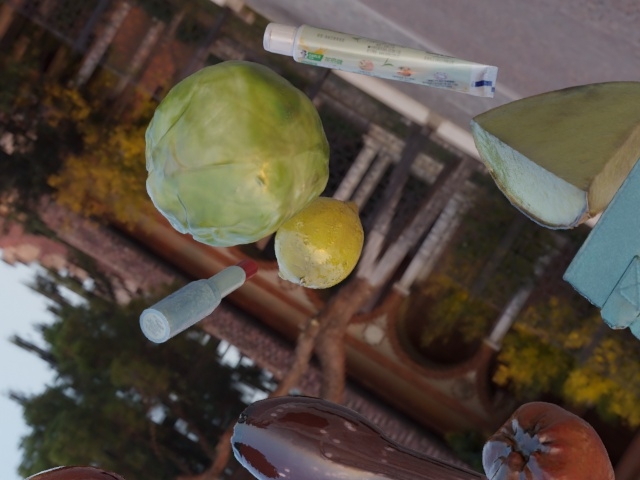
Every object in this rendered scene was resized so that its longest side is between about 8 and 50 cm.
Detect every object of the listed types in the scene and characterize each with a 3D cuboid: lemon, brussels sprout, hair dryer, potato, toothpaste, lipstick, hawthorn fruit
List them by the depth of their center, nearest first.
[{"bbox_3d":[-0.099,-0.098,1.237,0.223,0.223,0.161,32,-165,10],"label":"brussels sprout"},{"bbox_3d":[0.018,0.369,1.295,0.313,0.340,0.123,17,-170,25],"label":"hair dryer"},{"bbox_3d":[0.078,-0.240,1.454,0.314,0.056,0.058,13,-157,9],"label":"toothpaste"},{"bbox_3d":[0.392,-0.129,1.552,0.269,0.255,0.112,47,157,50],"label":"potato"},{"bbox_3d":[-0.190,0.090,1.803,0.274,0.068,0.061,-33,-85,-55],"label":"lipstick"},{"bbox_3d":[0.406,0.416,1.892,0.261,0.224,0.224,47,175,-29],"label":"hawthorn fruit"},{"bbox_3d":[0.000,0.000,2.134,0.173,0.206,0.173,37,159,16],"label":"lemon"}]

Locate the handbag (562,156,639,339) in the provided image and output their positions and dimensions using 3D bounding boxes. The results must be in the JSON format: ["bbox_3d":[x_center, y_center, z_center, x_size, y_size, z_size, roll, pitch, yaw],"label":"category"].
[{"bbox_3d":[0.385,0.006,0.943,0.100,0.274,0.269,2,-150,-47],"label":"handbag"}]

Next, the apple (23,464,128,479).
[{"bbox_3d":[-0.301,0.381,1.321,0.201,0.218,0.218,-21,-138,-39],"label":"apple"}]
